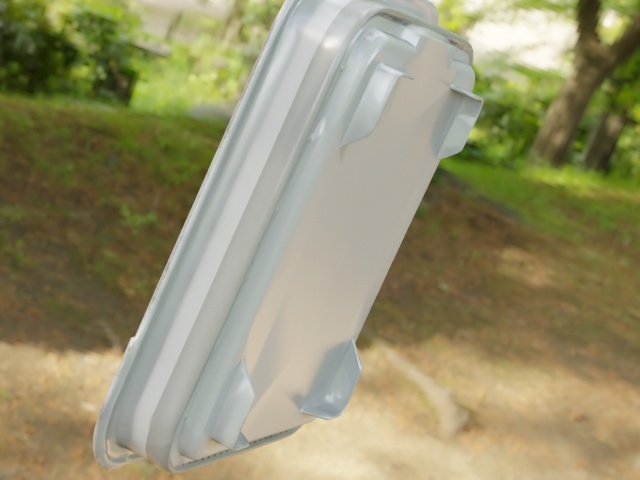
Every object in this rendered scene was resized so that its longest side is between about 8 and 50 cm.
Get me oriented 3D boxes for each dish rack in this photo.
[{"bbox_3d":[0.000,0.000,0.991,0.072,0.333,0.285,27,9,19],"label":"dish rack"}]
